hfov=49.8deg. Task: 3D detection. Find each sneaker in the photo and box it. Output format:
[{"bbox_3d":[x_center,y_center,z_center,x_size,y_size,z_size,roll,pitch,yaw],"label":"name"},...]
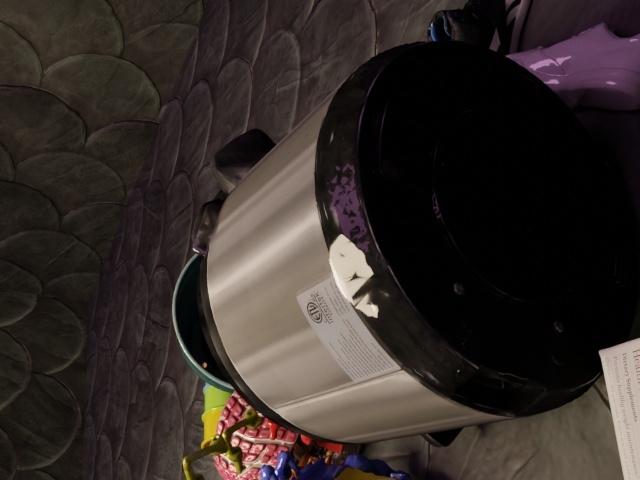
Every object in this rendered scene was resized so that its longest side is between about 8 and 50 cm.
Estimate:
[{"bbox_3d":[-0.050,0.230,1.031,0.121,0.112,0.299,20,68,23],"label":"sneaker"},{"bbox_3d":[0.204,-0.304,0.904,0.079,0.121,0.217,-7,73,61],"label":"sneaker"},{"bbox_3d":[0.287,-0.202,0.773,0.212,0.080,0.094,26,90,55],"label":"sneaker"}]

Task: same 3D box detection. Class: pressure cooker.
[{"bbox_3d":[0.063,0.029,0.761,0.420,0.375,0.370,-34,52,52],"label":"pressure cooker"}]

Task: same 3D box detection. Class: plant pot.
[{"bbox_3d":[-0.134,0.156,1.238,0.255,0.272,0.271,124,149,-64],"label":"plant pot"}]

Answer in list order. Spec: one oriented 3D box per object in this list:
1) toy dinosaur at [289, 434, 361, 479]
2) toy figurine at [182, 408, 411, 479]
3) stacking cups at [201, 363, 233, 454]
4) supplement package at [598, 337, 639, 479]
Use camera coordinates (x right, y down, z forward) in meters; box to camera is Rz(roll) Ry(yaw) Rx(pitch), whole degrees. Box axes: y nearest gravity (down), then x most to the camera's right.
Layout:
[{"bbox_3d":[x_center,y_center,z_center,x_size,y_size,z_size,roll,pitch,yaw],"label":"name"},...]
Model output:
[{"bbox_3d":[-0.068,0.377,1.113,0.322,0.164,0.218,-41,56,7],"label":"toy dinosaur"},{"bbox_3d":[0.020,0.296,0.815,0.217,0.362,0.191,15,104,25],"label":"toy figurine"},{"bbox_3d":[-0.219,0.296,1.491,0.096,0.096,0.316,-53,37,40],"label":"stacking cups"},{"bbox_3d":[0.327,0.145,0.449,0.203,0.149,0.194,-40,45,52],"label":"supplement package"}]
